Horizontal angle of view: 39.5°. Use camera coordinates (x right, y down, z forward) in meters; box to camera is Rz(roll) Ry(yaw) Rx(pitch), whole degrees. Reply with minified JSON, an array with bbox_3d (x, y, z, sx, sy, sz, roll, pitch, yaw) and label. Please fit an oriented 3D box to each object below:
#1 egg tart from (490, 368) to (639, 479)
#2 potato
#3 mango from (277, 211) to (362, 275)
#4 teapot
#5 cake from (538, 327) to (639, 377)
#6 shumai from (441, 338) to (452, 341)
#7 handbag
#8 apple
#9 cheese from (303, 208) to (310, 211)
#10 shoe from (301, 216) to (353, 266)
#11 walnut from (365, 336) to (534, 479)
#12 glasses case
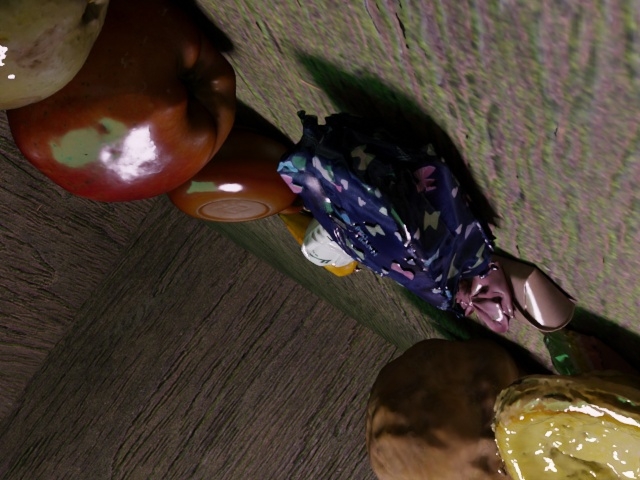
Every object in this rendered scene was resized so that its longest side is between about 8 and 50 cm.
[{"bbox_3d":[0.351,0.249,1.045,0.315,0.120,0.315,25,140,23],"label":"egg tart"},{"bbox_3d":[-0.300,-0.249,0.715,0.218,0.202,0.351,24,-164,-48],"label":"potato"},{"bbox_3d":[0.000,0.000,1.574,0.187,0.066,0.101,36,-177,26],"label":"mango"},{"bbox_3d":[-0.100,-0.097,1.181,0.178,0.135,0.252,-9,165,37],"label":"teapot"},{"bbox_3d":[0.372,0.177,1.147,0.225,0.090,0.109,58,164,-24],"label":"cake"},{"bbox_3d":[0.312,0.305,1.893,0.206,0.166,0.175,9,-179,-37],"label":"shumai"},{"bbox_3d":[0.069,-0.027,0.838,0.162,0.113,0.260,24,168,35],"label":"handbag"},{"bbox_3d":[-0.197,-0.144,0.891,0.234,0.234,0.234,33,173,4],"label":"apple"},{"bbox_3d":[-0.021,-0.064,1.325,0.162,0.036,0.086,29,173,43],"label":"cheese"},{"bbox_3d":[0.034,-0.012,1.129,0.095,0.110,0.265,35,176,-4],"label":"shoe"},{"bbox_3d":[0.251,0.351,1.592,0.383,0.383,0.383,33,173,4],"label":"walnut"},{"bbox_3d":[0.183,0.052,1.021,0.102,0.070,0.193,39,171,-29],"label":"glasses case"}]
